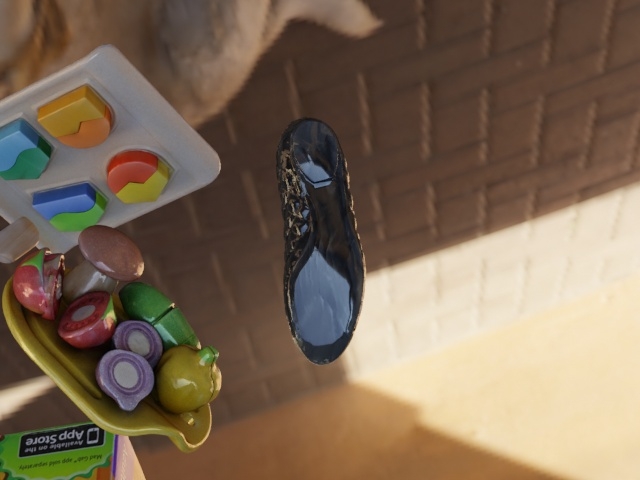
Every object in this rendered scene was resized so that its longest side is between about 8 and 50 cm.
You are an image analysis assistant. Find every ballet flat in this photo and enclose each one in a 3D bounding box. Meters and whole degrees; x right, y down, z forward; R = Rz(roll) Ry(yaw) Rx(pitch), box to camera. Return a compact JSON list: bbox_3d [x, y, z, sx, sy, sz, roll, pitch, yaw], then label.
[{"bbox_3d":[0.000,0.000,1.118,0.057,0.173,0.049,-2,175,-6],"label":"ballet flat"}]

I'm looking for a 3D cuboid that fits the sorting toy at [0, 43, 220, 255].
[{"bbox_3d":[-0.228,-0.075,1.528,0.208,0.038,0.193,-27,132,19],"label":"sorting toy"}]

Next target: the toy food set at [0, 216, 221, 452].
[{"bbox_3d":[-0.146,0.049,1.119,0.071,0.218,0.128,-50,172,25],"label":"toy food set"}]

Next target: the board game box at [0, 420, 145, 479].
[{"bbox_3d":[-0.301,0.418,1.344,0.356,0.356,0.356,-9,131,5],"label":"board game box"}]
